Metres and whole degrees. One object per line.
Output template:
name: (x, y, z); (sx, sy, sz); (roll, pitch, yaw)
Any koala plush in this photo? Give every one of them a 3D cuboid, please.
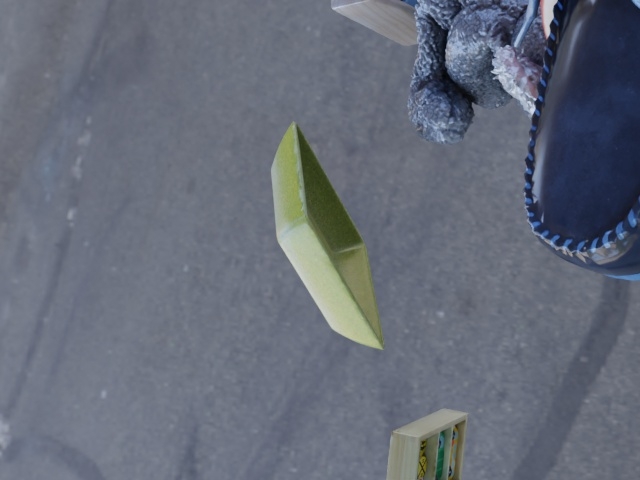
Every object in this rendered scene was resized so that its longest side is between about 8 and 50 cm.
koala plush: (0.194, -0.165, 0.972); (0.221, 0.196, 0.203); (-126, 27, -60)

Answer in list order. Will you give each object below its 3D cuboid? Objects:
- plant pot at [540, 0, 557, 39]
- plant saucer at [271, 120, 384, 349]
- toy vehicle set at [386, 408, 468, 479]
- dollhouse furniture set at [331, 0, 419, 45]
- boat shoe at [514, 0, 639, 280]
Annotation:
plant pot: (0.261, -0.231, 0.762); (0.275, 0.275, 0.243); (-32, 33, 45)
plant saucer: (0.000, 0.000, 1.157); (0.045, 0.188, 0.188); (-23, 34, 11)
toy vehicle set: (0.122, 0.349, 1.368); (0.035, 0.166, 0.266); (8, 97, 27)
dollhouse furniture set: (0.146, -0.326, 1.009); (0.303, 0.286, 0.198); (-5, 80, 35)
boat shoe: (0.113, -0.118, 0.390); (0.109, 0.089, 0.258); (11, 86, 45)
